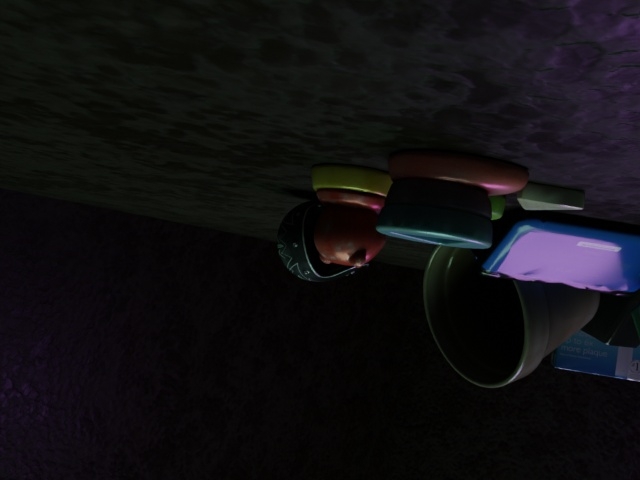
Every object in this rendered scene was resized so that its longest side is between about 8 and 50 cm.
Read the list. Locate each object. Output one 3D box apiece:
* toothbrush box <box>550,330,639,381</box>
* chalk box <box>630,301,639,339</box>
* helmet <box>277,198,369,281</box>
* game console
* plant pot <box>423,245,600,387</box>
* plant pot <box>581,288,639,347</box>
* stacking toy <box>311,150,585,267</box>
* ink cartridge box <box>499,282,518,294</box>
[{"bbox_3d":[0.736,0.201,1.673,0.216,0.295,0.126,8,176,15],"label":"toothbrush box"},{"bbox_3d":[0.630,0.152,1.001,0.180,0.179,0.289,9,141,-8],"label":"chalk box"},{"bbox_3d":[0.000,0.000,1.185,0.162,0.169,0.169,-8,178,-5],"label":"helmet"},{"bbox_3d":[0.424,-0.012,1.127,0.293,0.173,0.250,8,146,-8],"label":"game console"},{"bbox_3d":[0.425,0.121,1.369,0.280,0.323,0.323,-10,-175,-27],"label":"plant pot"},{"bbox_3d":[0.658,0.137,1.428,0.187,0.167,0.188,10,-165,-35],"label":"plant pot"},{"bbox_3d":[0.150,-0.016,0.825,0.280,0.130,0.309,10,176,-26],"label":"stacking toy"},{"bbox_3d":[0.454,0.135,1.552,0.189,0.255,0.097,8,177,-12],"label":"ink cartridge box"}]
